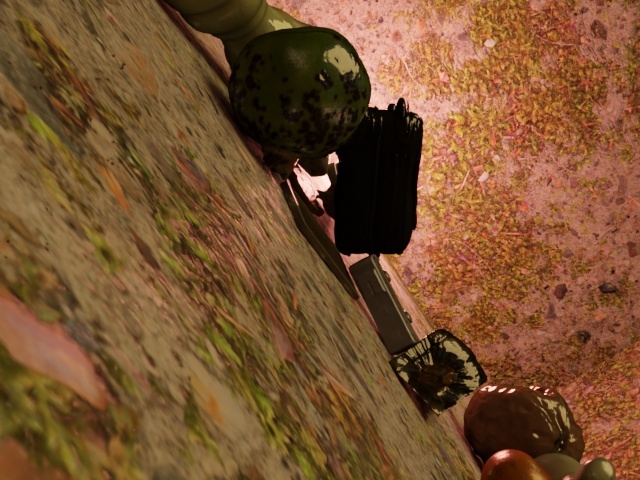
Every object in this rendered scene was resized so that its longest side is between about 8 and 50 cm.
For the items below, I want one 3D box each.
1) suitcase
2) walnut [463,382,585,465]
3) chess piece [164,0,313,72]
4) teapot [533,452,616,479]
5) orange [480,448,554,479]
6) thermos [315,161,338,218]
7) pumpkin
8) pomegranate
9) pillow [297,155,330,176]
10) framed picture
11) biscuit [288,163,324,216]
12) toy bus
[{"bbox_3d":[0.104,-0.129,1.481,0.345,0.188,0.339,-98,-168,-81],"label":"suitcase"},{"bbox_3d":[0.460,0.442,1.586,0.273,0.273,0.227,31,61,-76],"label":"walnut"},{"bbox_3d":[-0.145,-0.421,1.377,0.442,0.234,0.234,39,19,-55],"label":"chess piece"},{"bbox_3d":[0.463,0.484,1.334,0.220,0.149,0.318,-123,-141,-57],"label":"teapot"},{"bbox_3d":[0.350,0.446,1.219,0.156,0.124,0.156,43,3,-3],"label":"orange"},{"bbox_3d":[0.069,-0.116,1.801,0.176,0.146,0.265,68,14,2],"label":"thermos"},{"bbox_3d":[0.219,0.233,1.251,0.131,0.126,0.248,56,6,13],"label":"pumpkin"},{"bbox_3d":[-0.040,-0.240,1.207,0.254,0.271,0.254,22,-1,0],"label":"pomegranate"},{"bbox_3d":[-0.049,-0.314,1.761,0.322,0.119,0.255,-117,-165,-68],"label":"pillow"},{"bbox_3d":[0.000,0.000,1.230,0.203,0.015,0.150,53,8,-37],"label":"framed picture"},{"bbox_3d":[-0.040,-0.106,1.372,0.138,0.031,0.205,54,7,-22],"label":"biscuit"},{"bbox_3d":[0.115,0.118,1.284,0.190,0.064,0.075,63,13,11],"label":"toy bus"}]
